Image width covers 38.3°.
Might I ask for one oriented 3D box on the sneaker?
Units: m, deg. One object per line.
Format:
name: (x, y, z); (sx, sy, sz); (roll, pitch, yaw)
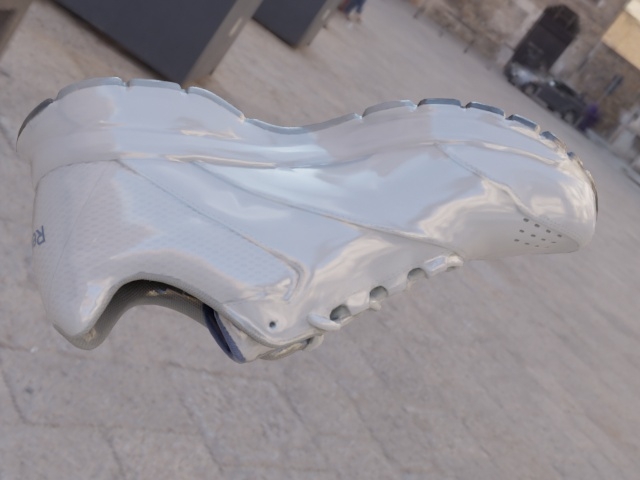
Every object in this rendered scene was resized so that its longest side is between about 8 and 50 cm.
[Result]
sneaker: (0.000, 0.000, 0.468); (0.297, 0.129, 0.111); (0, -20, -10)
